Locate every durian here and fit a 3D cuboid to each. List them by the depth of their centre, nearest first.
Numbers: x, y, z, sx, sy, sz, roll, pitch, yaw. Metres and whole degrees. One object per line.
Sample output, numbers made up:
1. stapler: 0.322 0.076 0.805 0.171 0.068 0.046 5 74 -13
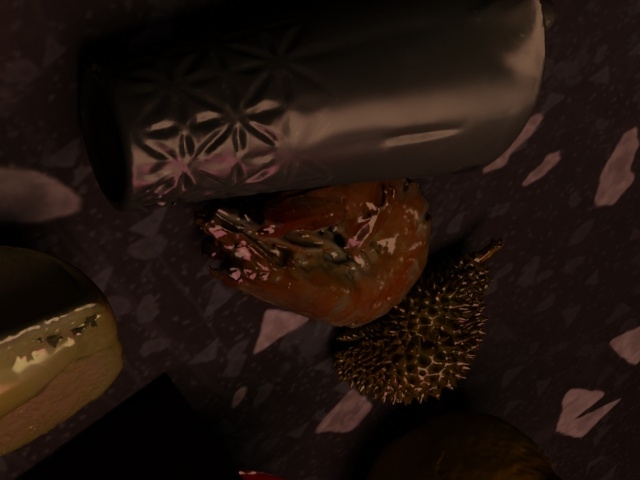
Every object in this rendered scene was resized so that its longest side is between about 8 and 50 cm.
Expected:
1. durian: 0.119 0.085 1.260 0.208 0.102 0.146 -51 140 6

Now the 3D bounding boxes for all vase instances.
1. vase: -0.016 -0.095 0.927 0.301 0.156 0.251 -14 162 -25

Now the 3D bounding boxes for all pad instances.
1. pad: -0.185 0.246 1.092 0.245 0.170 0.006 -37 160 -8

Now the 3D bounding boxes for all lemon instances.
1. lemon: 0.151 0.315 1.422 0.228 0.228 0.253 -9 134 -37

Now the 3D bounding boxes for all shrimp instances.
1. shrimp: -0.001 -0.001 1.098 0.294 0.062 0.154 10 110 -52

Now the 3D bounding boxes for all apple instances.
1. apple: -0.274 0.098 0.899 0.265 0.120 0.193 -22 152 -21

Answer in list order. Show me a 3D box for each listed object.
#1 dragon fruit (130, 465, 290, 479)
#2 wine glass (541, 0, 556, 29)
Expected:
1. dragon fruit: -0.114 0.389 1.187 0.386 0.370 0.249 7 166 -8
2. wine glass: 0.159 -0.191 1.059 0.039 0.042 0.083 -28 157 34
